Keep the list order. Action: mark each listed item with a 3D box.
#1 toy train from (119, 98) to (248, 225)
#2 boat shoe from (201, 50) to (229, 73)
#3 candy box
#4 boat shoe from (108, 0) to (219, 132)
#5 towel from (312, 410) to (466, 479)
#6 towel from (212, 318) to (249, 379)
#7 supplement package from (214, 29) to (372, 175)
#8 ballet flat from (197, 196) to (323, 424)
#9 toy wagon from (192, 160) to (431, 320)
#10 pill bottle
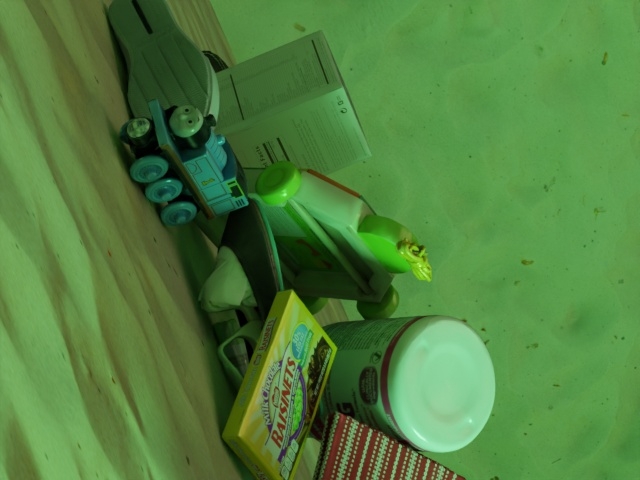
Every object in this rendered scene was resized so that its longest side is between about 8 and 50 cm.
[{"bbox_3d":[-0.149,-0.087,1.620,0.184,0.105,0.080,63,6,-58],"label":"toy train"},{"bbox_3d":[-0.165,-0.221,2.364,0.069,0.081,0.228,70,3,-61],"label":"boat shoe"},{"bbox_3d":[-0.041,0.161,1.580,0.105,0.027,0.206,52,40,-32],"label":"candy box"},{"bbox_3d":[-0.182,-0.195,1.796,0.094,0.109,0.302,67,0,-47],"label":"boat shoe"},{"bbox_3d":[0.068,0.323,1.653,0.275,0.031,0.199,34,63,-45],"label":"towel"},{"bbox_3d":[-0.085,0.165,1.752,0.113,0.023,0.152,23,45,-86],"label":"towel"},{"bbox_3d":[-0.077,-0.152,1.969,0.139,0.244,0.134,-107,173,-46],"label":"supplement package"},{"bbox_3d":[-0.077,0.088,1.671,0.095,0.096,0.280,-32,-106,64],"label":"ballet flat"},{"bbox_3d":[0.000,0.000,1.805,0.267,0.344,0.068,50,56,-39],"label":"toy wagon"},{"bbox_3d":[0.064,0.177,1.811,0.283,0.160,0.160,-9,-73,52],"label":"pill bottle"}]
